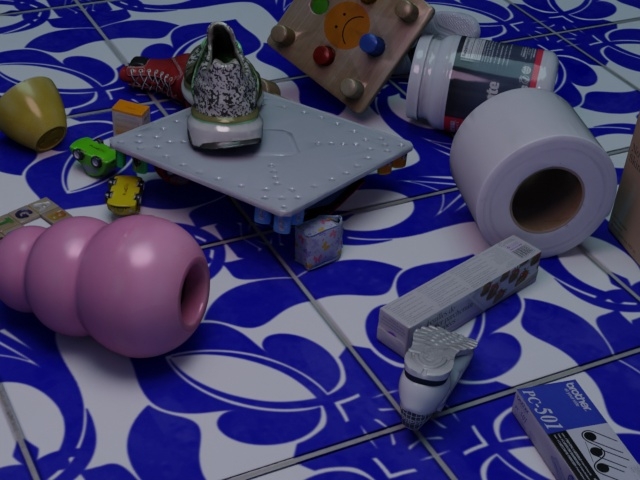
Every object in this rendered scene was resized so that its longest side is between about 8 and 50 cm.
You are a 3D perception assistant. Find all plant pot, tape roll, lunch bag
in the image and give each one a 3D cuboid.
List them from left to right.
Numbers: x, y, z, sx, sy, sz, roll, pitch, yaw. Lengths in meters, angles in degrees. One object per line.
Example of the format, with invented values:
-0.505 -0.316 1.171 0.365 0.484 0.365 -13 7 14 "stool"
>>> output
-0.521 -0.220 2.138 0.134 0.134 0.095 -27 70 -37 "plant pot"
0.000 0.000 1.917 0.083 0.071 0.053 -21 38 -29 "lunch bag"
0.356 -0.113 1.970 0.246 0.246 0.169 -2 35 -10 "tape roll"

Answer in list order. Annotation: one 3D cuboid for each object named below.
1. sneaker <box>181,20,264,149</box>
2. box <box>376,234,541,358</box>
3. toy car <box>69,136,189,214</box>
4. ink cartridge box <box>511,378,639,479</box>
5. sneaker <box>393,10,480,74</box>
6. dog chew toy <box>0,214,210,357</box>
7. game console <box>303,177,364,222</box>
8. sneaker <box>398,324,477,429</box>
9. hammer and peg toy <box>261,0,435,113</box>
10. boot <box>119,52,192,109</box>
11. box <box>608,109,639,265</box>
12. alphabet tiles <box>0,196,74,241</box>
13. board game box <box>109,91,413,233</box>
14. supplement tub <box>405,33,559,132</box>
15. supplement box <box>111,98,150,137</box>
-0.167 -0.311 2.079 0.158 0.182 0.410 -1 28 -11 "sneaker"
0.223 0.083 1.831 0.324 0.063 0.067 -27 44 -37 "box"
-0.349 -0.123 2.067 0.225 0.053 0.239 24 38 26 "toy car"
0.350 0.278 1.582 0.097 0.046 0.207 -7 36 -18 "ink cartridge box"
0.260 -0.424 2.460 0.153 0.101 0.268 -17 3 -41 "sneaker"
-0.333 0.056 1.698 0.331 0.207 0.207 7 34 18 "dog chew toy"
-0.015 -0.096 2.032 0.124 0.085 0.144 -14 21 39 "game console"
0.161 0.189 1.661 0.090 0.095 0.235 14 16 20 "sneaker"
0.031 -0.374 2.301 0.266 0.361 0.127 38 12 15 "hammer and peg toy"
-0.310 -0.306 2.310 0.176 0.088 0.244 -2 28 -9 "boot"
0.596 -0.115 1.943 0.121 0.311 0.148 -7 36 -16 "box"
-0.459 0.014 1.895 0.237 0.009 0.198 31 42 33 "alphabet tiles"
-0.099 -0.151 2.039 0.390 0.050 0.390 22 32 29 "board game box"
0.316 -0.297 2.276 0.272 0.191 0.191 12 35 10 "supplement tub"
-0.347 -0.205 2.143 0.062 0.098 0.036 15 39 12 "supplement box"
